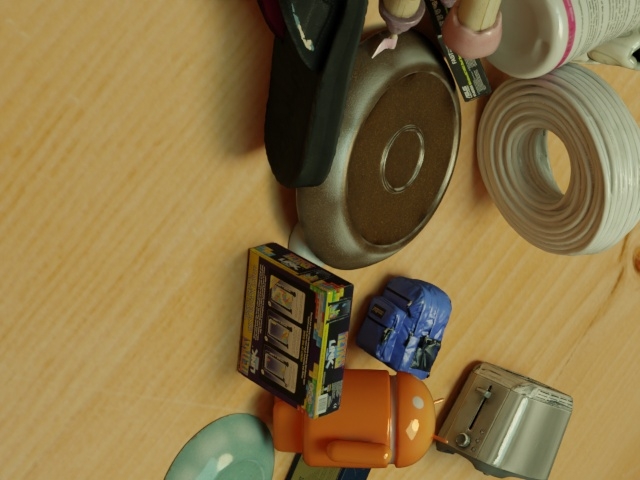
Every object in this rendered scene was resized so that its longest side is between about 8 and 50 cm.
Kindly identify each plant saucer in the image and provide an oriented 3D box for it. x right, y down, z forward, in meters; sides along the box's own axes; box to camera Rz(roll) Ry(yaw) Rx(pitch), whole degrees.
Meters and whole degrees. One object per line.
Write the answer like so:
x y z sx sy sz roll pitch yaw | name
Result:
-0.119 0.313 2.067 0.195 0.037 0.195 -24 127 -37 | plant saucer
0.086 -0.105 2.018 0.311 0.050 0.310 -29 129 -42 | plant saucer

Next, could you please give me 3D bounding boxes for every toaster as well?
0.280 0.271 2.410 0.227 0.129 0.146 23 91 -50 | toaster

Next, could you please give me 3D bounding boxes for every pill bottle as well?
0.333 -0.325 2.104 0.283 0.160 0.160 -28 130 -35 | pill bottle

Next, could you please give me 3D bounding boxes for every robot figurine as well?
0.050 0.223 2.080 0.158 0.219 0.128 88 4 -79 | robot figurine

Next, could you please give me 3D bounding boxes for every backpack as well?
0.112 0.108 2.156 0.101 0.098 0.120 20 97 -42 | backpack

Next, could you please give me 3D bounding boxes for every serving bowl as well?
0.000 0.000 2.027 0.083 0.027 0.083 -26 129 -37 | serving bowl

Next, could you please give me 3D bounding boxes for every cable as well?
0.311 -0.101 2.133 0.089 0.257 0.257 -20 167 -34 | cable

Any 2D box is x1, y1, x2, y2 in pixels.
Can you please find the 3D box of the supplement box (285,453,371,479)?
0.012 0.303 2.167 0.056 0.083 0.083 16 99 -51 | supplement box

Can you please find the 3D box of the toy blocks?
0.169 -0.363 1.871 0.289 0.309 0.260 -35 161 -21 | toy blocks

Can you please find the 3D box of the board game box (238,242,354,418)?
-0.031 0.107 1.963 0.048 0.141 0.170 -15 122 -40 | board game box

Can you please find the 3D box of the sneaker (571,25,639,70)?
0.468 -0.282 2.313 0.292 0.118 0.110 -15 120 -44 | sneaker

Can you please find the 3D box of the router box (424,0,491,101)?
0.167 -0.244 2.018 0.038 0.092 0.122 -21 138 8 | router box

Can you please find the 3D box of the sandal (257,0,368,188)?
-0.024 -0.262 1.761 0.107 0.167 0.445 -2 115 -23 | sandal
